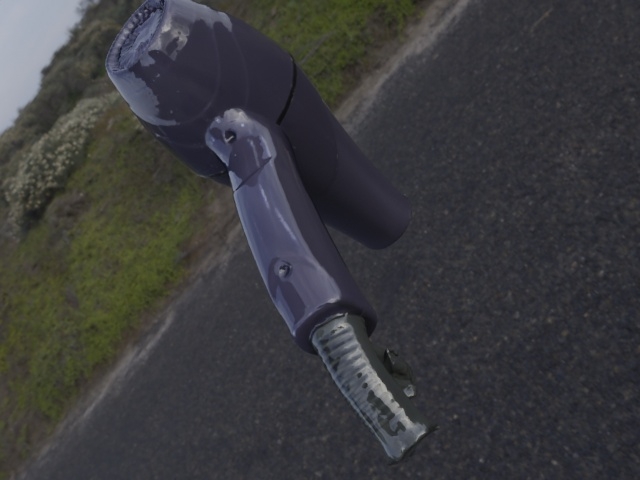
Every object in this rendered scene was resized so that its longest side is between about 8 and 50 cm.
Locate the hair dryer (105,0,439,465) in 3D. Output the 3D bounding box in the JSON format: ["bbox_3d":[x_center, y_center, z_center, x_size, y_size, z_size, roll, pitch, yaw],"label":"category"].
[{"bbox_3d":[0.000,0.000,0.469,0.121,0.301,0.361,-41,42,18],"label":"hair dryer"}]
